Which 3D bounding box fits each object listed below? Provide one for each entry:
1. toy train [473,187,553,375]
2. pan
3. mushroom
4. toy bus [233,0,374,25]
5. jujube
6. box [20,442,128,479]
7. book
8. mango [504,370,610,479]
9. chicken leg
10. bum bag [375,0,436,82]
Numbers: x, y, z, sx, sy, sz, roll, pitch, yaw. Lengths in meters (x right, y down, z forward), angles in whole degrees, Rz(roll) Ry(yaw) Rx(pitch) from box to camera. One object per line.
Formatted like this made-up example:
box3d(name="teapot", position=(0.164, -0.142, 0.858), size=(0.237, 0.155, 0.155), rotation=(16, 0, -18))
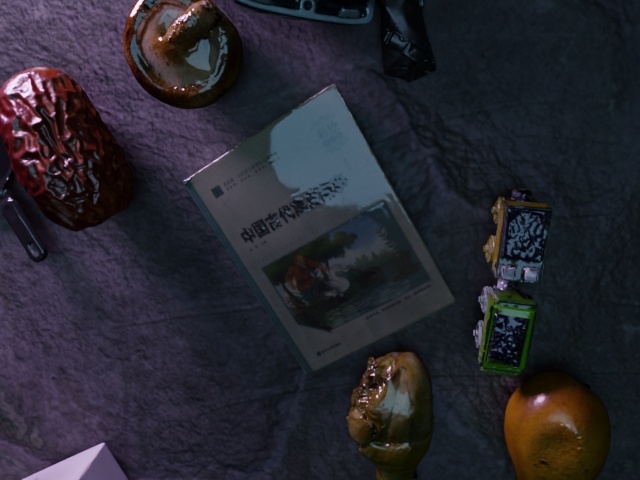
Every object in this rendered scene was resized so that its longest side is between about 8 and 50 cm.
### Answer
box3d(name="toy train", position=(0.205, 0.047, 0.606), size=(0.060, 0.081, 0.203), rotation=(6, 105, 6))
box3d(name="pan", position=(-0.393, -0.077, 0.675), size=(0.136, 0.028, 0.235), rotation=(-29, 96, 14))
box3d(name="mushroom", position=(-0.144, -0.198, 0.583), size=(0.127, 0.087, 0.127), rotation=(1, 100, 5))
box3d(name="toy bus", position=(-0.015, -0.336, 0.490), size=(0.133, 0.164, 0.276), rotation=(2, 107, -20))
box3d(name="jujube", position=(-0.279, -0.098, 0.612), size=(0.109, 0.112, 0.176), rotation=(-30, 98, -20))
box3d(name="box", position=(-0.366, 0.429, 0.755), size=(0.274, 0.116, 0.203), rotation=(-27, 100, 13))
box3d(name="book", position=(0.000, 0.000, 0.649), size=(0.214, 0.025, 0.283), rotation=(-30, 101, 14))
box3d(name="mango", position=(0.271, 0.227, 0.640), size=(0.115, 0.089, 0.165), rotation=(-15, 105, 12))
box3d(name="chicken leg", position=(0.082, 0.237, 0.675), size=(0.103, 0.088, 0.228), rotation=(0, 111, -3))
box3d(name="bum bag", position=(0.082, -0.225, 0.575), size=(0.057, 0.034, 0.125), rotation=(-12, 103, 1))
